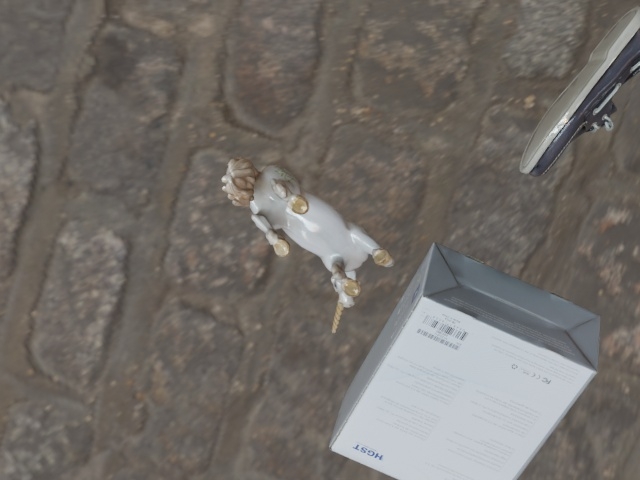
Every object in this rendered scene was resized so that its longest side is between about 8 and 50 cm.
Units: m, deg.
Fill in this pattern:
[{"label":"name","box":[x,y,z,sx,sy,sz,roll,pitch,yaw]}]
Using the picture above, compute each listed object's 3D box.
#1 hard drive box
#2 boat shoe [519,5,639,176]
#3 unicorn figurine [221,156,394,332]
[{"label":"hard drive box","box":[0.137,0.140,1.383,0.181,0.089,0.232,25,127,-5]},{"label":"boat shoe","box":[0.284,-0.140,1.454,0.065,0.075,0.206,36,93,-10]},{"label":"unicorn figurine","box":[0.000,0.000,0.899,0.060,0.111,0.162,-37,110,-1]}]
